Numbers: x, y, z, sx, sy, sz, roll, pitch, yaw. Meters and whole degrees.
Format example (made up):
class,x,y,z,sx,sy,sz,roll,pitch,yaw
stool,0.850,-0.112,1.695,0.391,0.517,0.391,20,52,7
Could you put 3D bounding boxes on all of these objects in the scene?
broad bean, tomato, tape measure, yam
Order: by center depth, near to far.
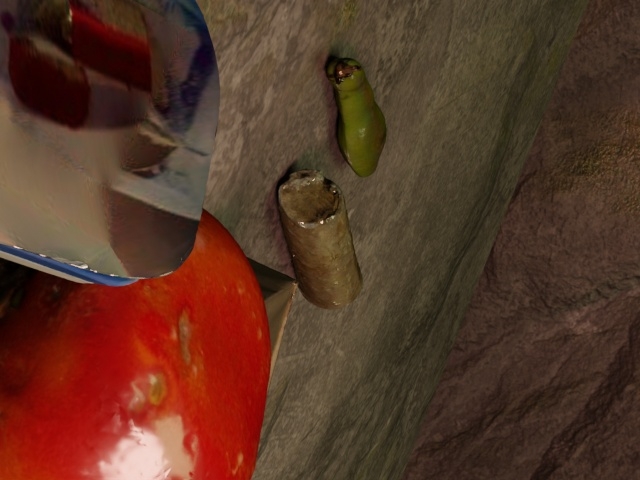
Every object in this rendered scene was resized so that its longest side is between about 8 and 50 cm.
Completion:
class,x,y,z,sx,sy,sz,roll,pitch,yaw
tape measure,-0.210,-0.108,1.106,0.259,0.138,0.262,24,71,-34
tomato,-0.190,0.123,1.319,0.290,0.293,0.325,49,29,-30
broad bean,0.044,-0.170,2.023,0.325,0.067,0.075,66,20,-63
yam,0.000,0.000,2.046,0.093,0.093,0.259,-59,161,-21

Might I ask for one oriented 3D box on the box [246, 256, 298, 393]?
class,x,y,z,sx,sy,sz,roll,pitch,yaw
box,-0.146,0.133,1.709,0.149,0.155,0.231,-32,143,-56
